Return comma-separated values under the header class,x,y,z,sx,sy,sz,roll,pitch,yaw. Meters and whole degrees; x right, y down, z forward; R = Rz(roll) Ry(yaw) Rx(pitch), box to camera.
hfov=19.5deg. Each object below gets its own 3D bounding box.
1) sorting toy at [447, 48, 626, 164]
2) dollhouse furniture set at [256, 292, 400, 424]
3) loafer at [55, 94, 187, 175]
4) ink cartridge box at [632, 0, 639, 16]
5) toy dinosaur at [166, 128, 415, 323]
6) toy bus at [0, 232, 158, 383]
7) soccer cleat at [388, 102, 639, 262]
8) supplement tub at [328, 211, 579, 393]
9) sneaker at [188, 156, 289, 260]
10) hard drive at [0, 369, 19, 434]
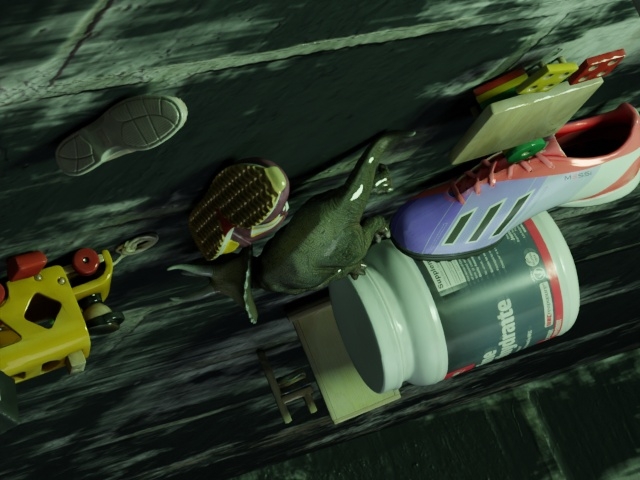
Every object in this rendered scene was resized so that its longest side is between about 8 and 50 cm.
class,x,y,z,sx,sy,sz,roll,pitch,yaw
sorting toy,0.205,-0.142,1.904,0.132,0.046,0.274,-18,166,-21
dollhouse furniture set,0.020,0.139,2.571,0.212,0.161,0.242,-22,-172,-4
loafer,-0.161,-0.091,1.532,0.125,0.045,0.039,-22,-175,24
ink cartridge box,0.318,-0.277,1.204,0.306,0.226,0.131,-26,167,7
toy dinosaur,0.000,0.000,1.946,0.313,0.121,0.160,-31,-178,39
toy bus,-0.267,0.083,1.867,0.202,0.104,0.191,-30,165,29
soccer cleat,0.224,-0.072,2.128,0.318,0.109,0.116,-19,145,-11
supplement tub,0.167,0.067,2.325,0.272,0.191,0.191,-20,166,-14
sneaker,-0.063,-0.042,1.826,0.084,0.070,0.185,-25,175,-32
hard drive,-0.488,0.171,1.751,0.339,0.064,0.237,-27,142,17
